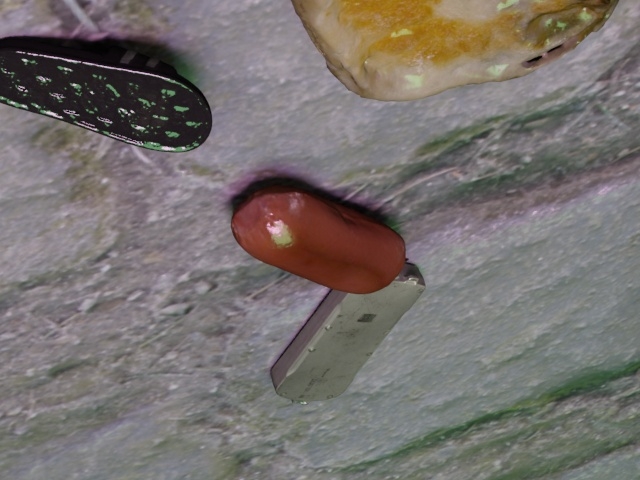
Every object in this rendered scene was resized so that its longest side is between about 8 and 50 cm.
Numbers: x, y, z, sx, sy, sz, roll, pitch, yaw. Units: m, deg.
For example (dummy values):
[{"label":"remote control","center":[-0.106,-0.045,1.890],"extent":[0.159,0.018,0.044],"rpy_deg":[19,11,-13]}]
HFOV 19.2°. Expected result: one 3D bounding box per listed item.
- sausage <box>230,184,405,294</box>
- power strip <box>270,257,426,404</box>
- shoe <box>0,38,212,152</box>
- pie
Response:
[{"label":"sausage","center":[0.000,0.000,1.650],"extent":[0.077,0.077,0.194],"rpy_deg":[-39,144,25]},{"label":"power strip","center":[0.026,0.083,1.818],"extent":[0.080,0.029,0.227],"rpy_deg":[6,138,-31]},{"label":"shoe","center":[-0.165,-0.121,1.420],"extent":[0.179,0.049,0.071],"rpy_deg":[14,131,-14]},{"label":"pie","center":[0.129,-0.229,1.398],"extent":[0.339,0.077,0.339],"rpy_deg":[-13,149,-8]}]
